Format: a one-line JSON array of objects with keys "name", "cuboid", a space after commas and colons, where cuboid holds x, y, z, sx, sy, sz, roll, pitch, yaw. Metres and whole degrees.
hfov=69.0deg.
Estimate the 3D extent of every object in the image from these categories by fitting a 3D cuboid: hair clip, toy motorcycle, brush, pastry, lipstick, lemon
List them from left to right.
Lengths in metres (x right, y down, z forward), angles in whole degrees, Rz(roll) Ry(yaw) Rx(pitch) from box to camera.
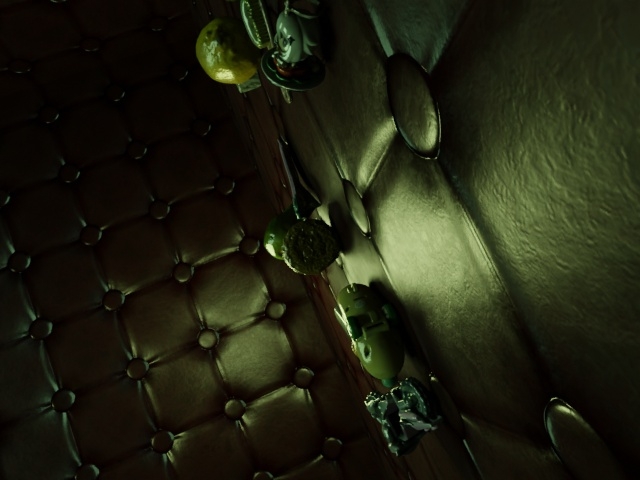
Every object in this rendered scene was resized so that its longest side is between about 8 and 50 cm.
[{"name": "lemon", "cuboid": [-0.290, -0.600, 1.480, 0.260, 0.204, 0.204, -71, -40, -82]}, {"name": "brush", "cuboid": [-0.149, -0.522, 1.279, 0.072, 0.067, 0.313, -128, 16, -58]}, {"name": "hair clip", "cuboid": [-0.087, -0.215, 1.626, 0.095, 0.110, 0.359, -50, 48, 34]}, {"name": "pastry", "cuboid": [-0.033, 0.020, 1.496, 0.103, 0.188, 0.189, -152, 40, -84]}, {"name": "lipstick", "cuboid": [0.122, 0.289, 1.555, 0.253, 0.077, 0.079, -135, 25, -69]}, {"name": "toy motorcycle", "cuboid": [0.226, 0.465, 1.220, 0.188, 0.143, 0.327, 60, 154, 15]}]

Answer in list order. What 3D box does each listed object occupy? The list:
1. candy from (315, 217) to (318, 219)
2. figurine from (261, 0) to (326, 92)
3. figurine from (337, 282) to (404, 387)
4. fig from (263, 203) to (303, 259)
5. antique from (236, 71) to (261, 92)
[{"name": "candy", "cuboid": [0.000, 0.000, 1.686, 0.053, 0.046, 0.182, -120, 10, -51]}, {"name": "figurine", "cuboid": [-0.037, -0.372, 0.855, 0.132, 0.132, 0.154, 64, 156, 24]}, {"name": "figurine", "cuboid": [0.131, 0.240, 1.250, 0.324, 0.124, 0.222, -120, 12, -61]}, {"name": "fig", "cuboid": [-0.143, -0.052, 2.033, 0.206, 0.206, 0.275, 79, -173, -50]}, {"name": "antique", "cuboid": [-0.282, -0.636, 1.696, 0.183, 0.088, 0.086, 82, 164, -57]}]
